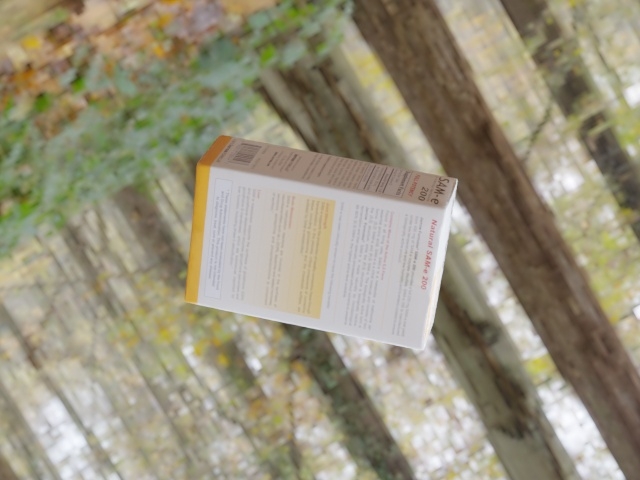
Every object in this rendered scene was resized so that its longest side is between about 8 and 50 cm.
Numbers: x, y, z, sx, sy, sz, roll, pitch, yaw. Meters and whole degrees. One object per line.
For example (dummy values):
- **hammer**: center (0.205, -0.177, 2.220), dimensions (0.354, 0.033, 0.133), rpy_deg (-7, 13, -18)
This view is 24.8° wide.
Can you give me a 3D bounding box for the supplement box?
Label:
- **supplement box**: center (0.000, 0.000, 0.573), dimensions (0.098, 0.062, 0.036), rpy_deg (12, -155, 8)
